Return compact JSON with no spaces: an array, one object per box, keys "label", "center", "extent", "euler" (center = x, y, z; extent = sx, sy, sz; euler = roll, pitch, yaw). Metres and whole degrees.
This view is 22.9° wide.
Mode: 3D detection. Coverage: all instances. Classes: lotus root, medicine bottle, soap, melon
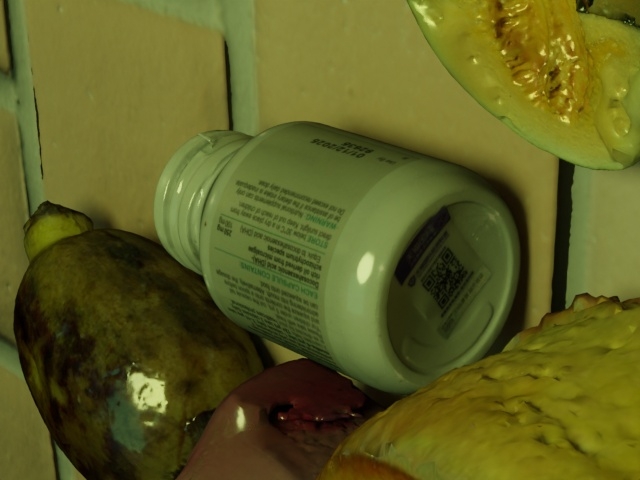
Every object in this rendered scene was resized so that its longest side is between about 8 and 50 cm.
[{"label":"lotus root","center":[-0.137,0.093,1.152],"extent":[0.314,0.141,0.169],"euler":[48,135,26]},{"label":"medicine bottle","center":[0.000,0.000,0.943],"extent":[0.215,0.135,0.135],"euler":[20,123,44]},{"label":"soap","center":[-0.008,0.225,1.012],"extent":[0.127,0.220,0.324],"euler":[21,124,33]},{"label":"melon","center":[0.129,-0.103,0.793],"extent":[0.160,0.079,0.128],"euler":[19,140,44]}]

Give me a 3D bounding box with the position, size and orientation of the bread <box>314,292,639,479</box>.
[{"label":"bread","center":[0.154,0.213,0.788],"extent":[0.398,0.215,0.398],"euler":[42,142,45]}]
